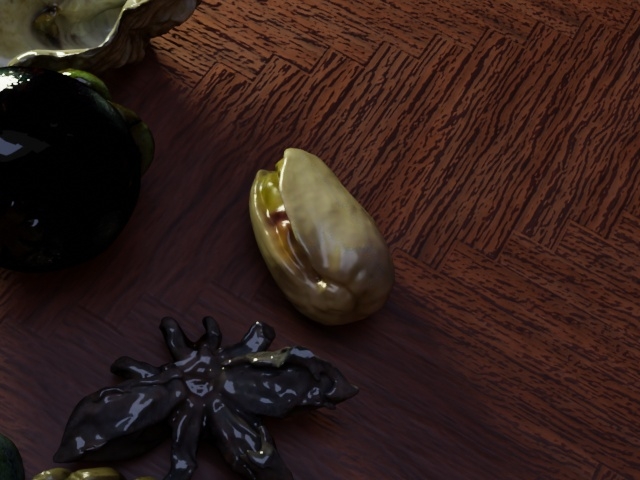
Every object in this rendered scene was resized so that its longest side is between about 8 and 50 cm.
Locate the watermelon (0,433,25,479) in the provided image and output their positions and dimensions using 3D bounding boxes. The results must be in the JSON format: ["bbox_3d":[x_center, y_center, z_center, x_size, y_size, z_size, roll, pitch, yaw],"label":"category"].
[{"bbox_3d":[-0.315,0.218,1.013,0.092,0.072,0.084,51,45,-24],"label":"watermelon"}]

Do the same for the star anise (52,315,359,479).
[{"bbox_3d":[-0.100,0.155,1.046,0.258,0.110,0.198,15,61,6],"label":"star anise"}]

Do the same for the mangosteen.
[{"bbox_3d":[-0.284,-0.079,1.091,0.243,0.243,0.243,4,61,-7],"label":"mangosteen"}]

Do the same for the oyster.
[{"bbox_3d":[-0.269,-0.240,1.220,0.341,0.110,0.166,-30,56,-30],"label":"oyster"}]

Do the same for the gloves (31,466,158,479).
[{"bbox_3d":[-0.123,0.298,0.948,0.331,0.141,0.154,31,87,-3],"label":"gloves"}]

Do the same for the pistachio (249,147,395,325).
[{"bbox_3d":[0.000,0.000,1.147,0.145,0.117,0.200,7,43,-50],"label":"pistachio"}]
